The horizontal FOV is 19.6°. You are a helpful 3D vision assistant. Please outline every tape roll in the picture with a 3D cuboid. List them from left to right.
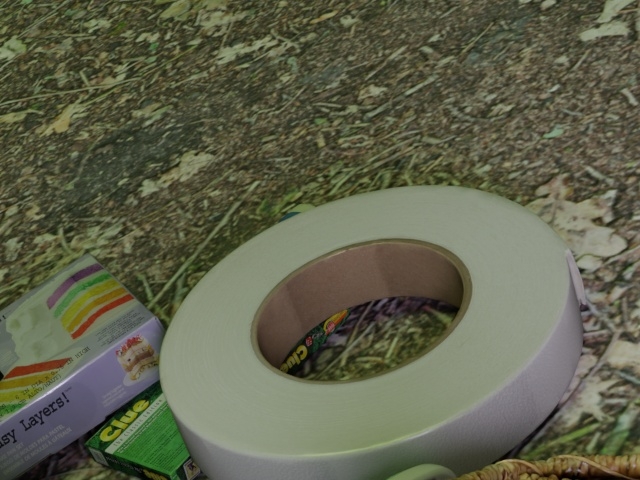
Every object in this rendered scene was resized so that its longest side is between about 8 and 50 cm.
[{"bbox_3d":[0.046,0.088,1.687,0.392,0.072,0.392,-14,33,9],"label":"tape roll"}]

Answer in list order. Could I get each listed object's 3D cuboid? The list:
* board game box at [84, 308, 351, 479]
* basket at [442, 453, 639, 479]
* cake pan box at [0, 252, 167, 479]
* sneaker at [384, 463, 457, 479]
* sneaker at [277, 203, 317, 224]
[{"bbox_3d":[-0.098,0.135,1.806,0.136,0.030,0.259,14,50,44],"label":"board game box"},{"bbox_3d":[0.237,0.210,1.259,0.299,0.223,0.213,2,40,40],"label":"basket"},{"bbox_3d":[-0.296,0.138,1.885,0.267,0.070,0.246,-34,24,-10],"label":"cake pan box"},{"bbox_3d":[-0.016,0.245,1.514,0.256,0.094,0.151,-36,34,-14],"label":"sneaker"},{"bbox_3d":[0.000,0.001,1.898,0.152,0.058,0.084,5,37,47],"label":"sneaker"}]
